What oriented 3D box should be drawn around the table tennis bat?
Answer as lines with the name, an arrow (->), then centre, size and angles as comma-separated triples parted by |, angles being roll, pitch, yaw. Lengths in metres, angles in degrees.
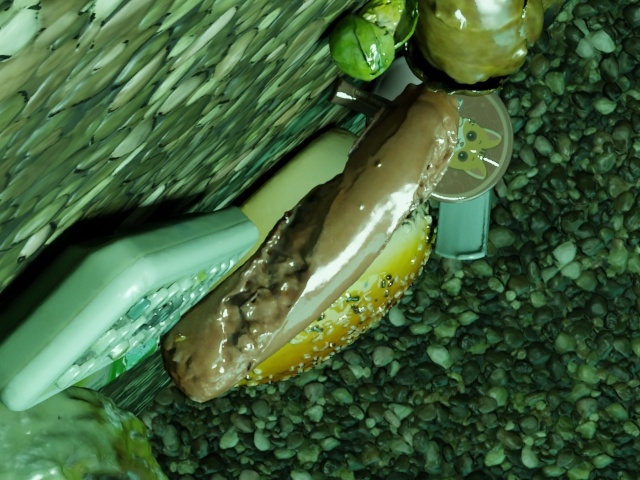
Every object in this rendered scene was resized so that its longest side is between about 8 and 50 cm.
table tennis bat -> 0.072, -0.101, 1.290 | 0.107, 0.170, 0.119 | -69, -162, -1

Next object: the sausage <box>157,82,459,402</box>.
sausage -> 0.001, 0.002, 1.182 | 0.326, 0.087, 0.079 | -45, 135, -3

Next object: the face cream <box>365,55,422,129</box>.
face cream -> 0.077, -0.132, 1.484 | 0.198, 0.057, 0.084 | 79, 33, -88

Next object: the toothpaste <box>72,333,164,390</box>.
toothpaste -> -0.217, 0.119, 1.361 | 0.078, 0.047, 0.248 | -50, 171, 35

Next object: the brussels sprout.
brussels sprout -> 0.037, -0.138, 1.003 | 0.051, 0.046, 0.083 | -37, -177, 40

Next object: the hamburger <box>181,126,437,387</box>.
hamburger -> -0.012, 0.025, 1.467 | 0.300, 0.176, 0.300 | -42, 178, -2

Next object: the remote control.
remote control -> -0.130, 0.031, 1.010 | 0.128, 0.065, 0.335 | -42, 178, 10

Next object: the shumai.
shumai -> -0.183, 0.292, 1.118 | 0.304, 0.263, 0.309 | -57, 142, -3

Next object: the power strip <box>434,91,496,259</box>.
power strip -> 0.142, -0.117, 1.420 | 0.167, 0.054, 0.253 | -68, 159, -70

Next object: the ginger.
ginger -> 0.121, -0.172, 1.140 | 0.133, 0.107, 0.309 | -66, 173, 7
